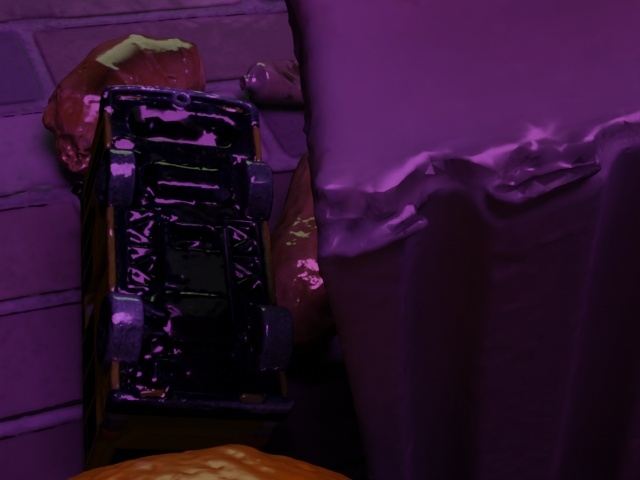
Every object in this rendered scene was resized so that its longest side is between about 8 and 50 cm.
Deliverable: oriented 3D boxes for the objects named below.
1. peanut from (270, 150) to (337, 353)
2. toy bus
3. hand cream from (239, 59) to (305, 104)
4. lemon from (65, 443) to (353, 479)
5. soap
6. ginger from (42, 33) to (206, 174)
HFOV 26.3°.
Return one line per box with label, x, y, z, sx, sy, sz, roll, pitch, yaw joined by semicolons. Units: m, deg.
peanut;0.000;0.000;1.075;0.099;0.099;0.214;25;49;3
toy bus;-0.105;0.030;0.968;0.128;0.150;0.262;5;53;-18
hand cream;-0.001;-0.145;1.255;0.165;0.037;0.057;-6;52;-33
lemon;-0.064;0.257;0.666;0.336;0.336;0.336;11;47;-12
soap;0.163;0.005;0.874;0.350;0.435;0.213;-15;53;-4
ginger;-0.162;-0.122;1.142;0.095;0.069;0.190;47;46;-7
